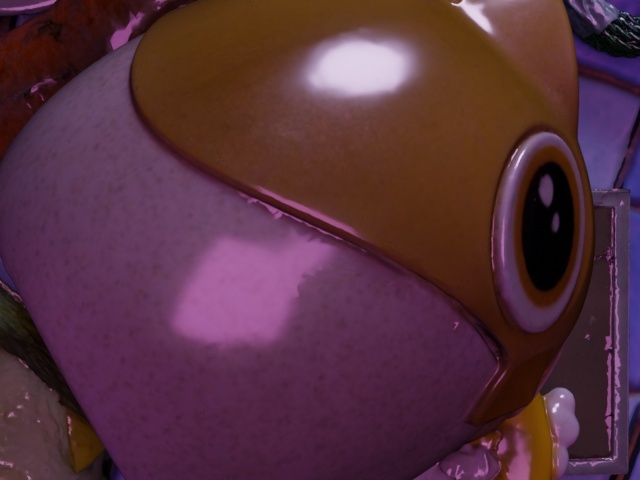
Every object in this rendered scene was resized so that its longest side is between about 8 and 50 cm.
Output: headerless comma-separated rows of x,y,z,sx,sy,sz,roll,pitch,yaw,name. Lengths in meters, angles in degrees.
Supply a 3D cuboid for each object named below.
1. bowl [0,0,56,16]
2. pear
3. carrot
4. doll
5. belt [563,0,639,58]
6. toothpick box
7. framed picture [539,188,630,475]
-0.287,-0.352,0.852,0.289,0.146,0.289,-12,140,-11,bowl
-0.345,0.185,0.909,0.282,0.176,0.286,-44,94,4,pear
-0.219,-0.158,0.905,0.301,0.139,0.139,-23,96,12,carrot
0.108,0.189,0.941,0.237,0.111,0.252,35,85,13,doll
0.294,-0.243,0.946,0.151,0.079,0.121,25,94,-4,belt
0.000,0.000,0.779,0.425,0.409,0.409,-31,96,-12,toothpick box
0.199,0.095,1.002,0.231,0.018,0.293,-1,95,-2,framed picture
